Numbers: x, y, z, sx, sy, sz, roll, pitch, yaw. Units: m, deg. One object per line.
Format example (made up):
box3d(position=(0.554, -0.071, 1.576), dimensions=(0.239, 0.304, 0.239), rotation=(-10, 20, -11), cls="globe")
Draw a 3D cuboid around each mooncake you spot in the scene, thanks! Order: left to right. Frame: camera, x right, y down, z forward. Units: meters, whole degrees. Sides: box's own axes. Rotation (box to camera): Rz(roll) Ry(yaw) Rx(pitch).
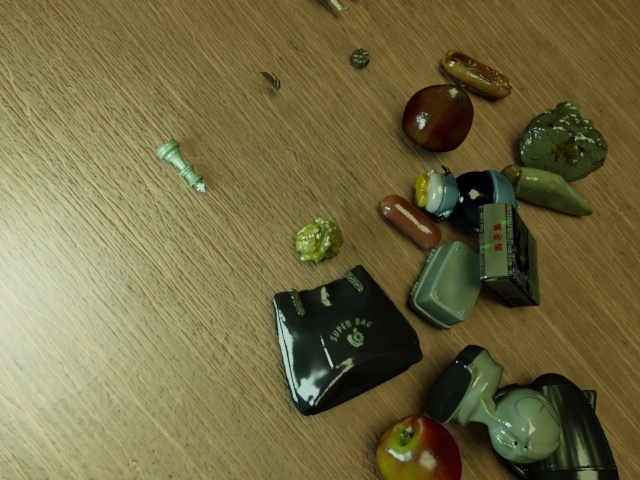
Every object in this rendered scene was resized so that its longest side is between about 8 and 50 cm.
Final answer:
box3d(position=(-0.010, -0.485, 1.500), dimensions=(0.150, 0.057, 0.346), rotation=(42, 58, 12), cls="mooncake")

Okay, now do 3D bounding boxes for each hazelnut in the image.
box3d(position=(0.337, -0.353, 1.485), dimensions=(0.208, 0.208, 0.208), rotation=(6, 71, -17), cls="hazelnut")

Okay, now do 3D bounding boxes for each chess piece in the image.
box3d(position=(-0.328, -0.175, 1.291), dimensions=(0.149, 0.059, 0.059), rotation=(48, 65, -6), cls="chess piece")

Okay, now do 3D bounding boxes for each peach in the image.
box3d(position=(0.229, 0.499, 1.194), dimensions=(0.197, 0.197, 0.198), rotation=(6, 71, -17), cls="peach")

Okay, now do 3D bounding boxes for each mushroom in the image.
box3d(position=(0.686, -0.152, 1.597), dimensions=(0.332, 0.107, 0.087), rotation=(13, 37, -13), cls="mushroom")

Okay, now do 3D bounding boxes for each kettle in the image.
box3d(position=(0.586, 0.475, 1.334), dimensions=(0.207, 0.250, 0.271), rotation=(23, 56, -43), cls="kettle")

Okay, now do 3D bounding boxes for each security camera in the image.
box3d(position=(0.418, 0.391, 1.230), dimensions=(0.277, 0.197, 0.191), rotation=(34, 20, 29), cls="security camera")

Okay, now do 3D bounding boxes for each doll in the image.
box3d(position=(0.415, -0.117, 1.472), dimensions=(0.313, 0.141, 0.177), rotation=(8, 86, -12), cls="doll")

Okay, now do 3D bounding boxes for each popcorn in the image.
box3d(position=(0.000, 0.000, 1.314), dimensions=(0.120, 0.106, 0.116), rotation=(14, 60, -14), cls="popcorn")

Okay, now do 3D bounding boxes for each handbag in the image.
box3d(position=(0.053, 0.215, 1.250), dimensions=(0.342, 0.152, 0.288), rotation=(-18, 68, -23), cls="handbag")

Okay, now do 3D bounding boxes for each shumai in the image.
box3d(position=(0.744, -0.312, 1.648), dimensions=(0.255, 0.189, 0.218), rotation=(23, 46, -3), cls="shumai")

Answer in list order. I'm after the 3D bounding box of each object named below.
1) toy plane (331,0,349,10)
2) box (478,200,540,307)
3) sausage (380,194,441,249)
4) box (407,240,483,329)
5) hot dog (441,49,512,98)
box3d(position=(0.011, -0.788, 1.577), dimensions=(0.244, 0.092, 0.229), rotation=(-5, 77, -19), cls="toy plane")
box3d(position=(0.497, 0.048, 1.381), dimensions=(0.310, 0.084, 0.198), rotation=(31, 58, -52), cls="box")
box3d(position=(0.245, -0.051, 1.431), dimensions=(0.194, 0.077, 0.077), rotation=(40, 65, -5), cls="sausage")
box3d(position=(0.333, 0.114, 1.375), dimensions=(0.148, 0.129, 0.210), rotation=(34, 66, -4), cls="box")
box3d(position=(0.493, -0.511, 1.664), dimensions=(0.250, 0.076, 0.104), rotation=(23, 48, -14), cls="hot dog")
